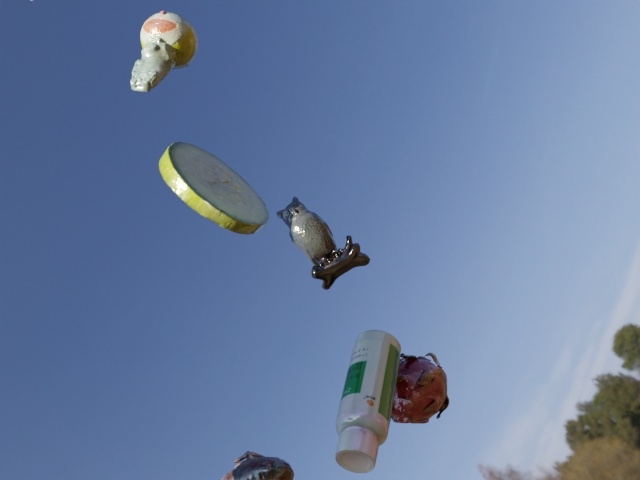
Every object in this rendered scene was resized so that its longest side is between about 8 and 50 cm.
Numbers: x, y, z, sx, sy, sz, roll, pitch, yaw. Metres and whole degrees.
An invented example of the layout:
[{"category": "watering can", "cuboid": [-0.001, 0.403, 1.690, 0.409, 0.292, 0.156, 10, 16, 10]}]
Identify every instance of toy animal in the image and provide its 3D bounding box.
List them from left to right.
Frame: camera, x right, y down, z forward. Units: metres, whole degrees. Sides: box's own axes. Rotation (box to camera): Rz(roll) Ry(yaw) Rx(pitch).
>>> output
[{"category": "toy animal", "cuboid": [-0.001, -0.002, 1.400, 0.121, 0.210, 0.117, -35, -30, -4]}]

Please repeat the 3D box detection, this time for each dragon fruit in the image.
[{"category": "dragon fruit", "cuboid": [0.194, 0.295, 1.318, 0.166, 0.133, 0.136, -44, -25, -54]}]

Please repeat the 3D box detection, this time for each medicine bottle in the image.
[{"category": "medicine bottle", "cuboid": [0.084, 0.278, 1.173, 0.260, 0.095, 0.095, -71, -12, -50]}]

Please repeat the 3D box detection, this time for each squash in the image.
[{"category": "squash", "cuboid": [-0.184, -0.092, 1.171, 0.041, 0.219, 0.219, -51, -30, 15]}]

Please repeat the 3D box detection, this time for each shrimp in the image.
[{"category": "shrimp", "cuboid": [-0.116, 0.390, 1.070, 0.190, 0.074, 0.073, -35, -64, 30]}]

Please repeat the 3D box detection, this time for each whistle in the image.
[{"category": "whistle", "cuboid": [-0.325, -0.388, 1.348, 0.123, 0.123, 0.223, 79, -155, -49]}]
